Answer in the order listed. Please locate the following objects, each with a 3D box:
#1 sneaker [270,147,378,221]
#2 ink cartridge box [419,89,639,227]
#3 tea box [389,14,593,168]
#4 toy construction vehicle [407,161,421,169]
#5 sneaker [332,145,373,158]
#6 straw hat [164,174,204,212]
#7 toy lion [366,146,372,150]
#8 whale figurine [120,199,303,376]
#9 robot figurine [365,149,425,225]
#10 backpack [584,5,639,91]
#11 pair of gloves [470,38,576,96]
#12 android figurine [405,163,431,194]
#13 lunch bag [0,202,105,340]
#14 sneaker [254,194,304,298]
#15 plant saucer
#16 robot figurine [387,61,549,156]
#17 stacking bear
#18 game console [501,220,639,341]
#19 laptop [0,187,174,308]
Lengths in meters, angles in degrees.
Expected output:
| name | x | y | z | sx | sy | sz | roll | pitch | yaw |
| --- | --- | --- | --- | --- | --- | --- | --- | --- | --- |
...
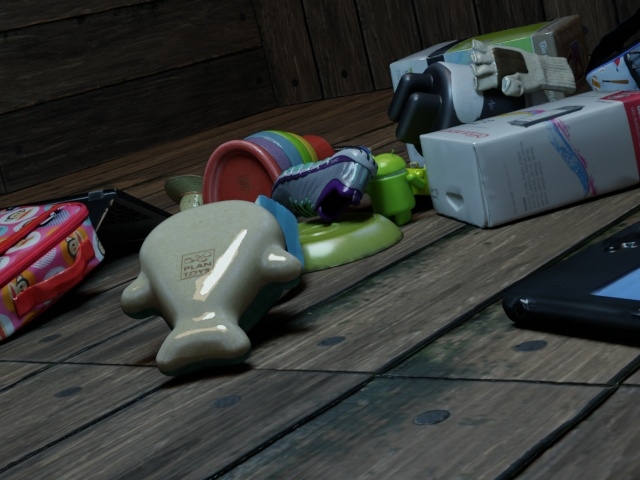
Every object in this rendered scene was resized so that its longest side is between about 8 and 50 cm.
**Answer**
| name | x | y | z | sx | sy | sz | roll | pitch | yaw |
| --- | --- | --- | --- | --- | --- | --- | --- | --- | --- |
| sneaker | -0.011 | -0.064 | 1.795 | 0.224 | 0.083 | 0.098 | -26 | 36 | 47 |
| ink cartridge box | 0.332 | -0.128 | 1.750 | 0.306 | 0.131 | 0.226 | -14 | 11 | -14 |
| tea box | 0.353 | -0.297 | 2.342 | 0.324 | 0.219 | 0.329 | -9 | 12 | 24 |
| toy construction vehicle | 0.134 | -0.127 | 2.223 | 0.098 | 0.035 | 0.086 | -10 | 11 | 18 |
| sneaker | -0.012 | -0.154 | 2.416 | 0.232 | 0.081 | 0.090 | -8 | 5 | 19 |
| straw hat | -0.240 | -0.063 | 2.263 | 0.145 | 0.144 | 0.061 | -6 | 55 | 33 |
| toy lion | 0.065 | -0.164 | 2.521 | 0.096 | 0.034 | 0.100 | -18 | 10 | 15 |
| whale figurine | -0.119 | 0.071 | 1.360 | 0.216 | 0.141 | 0.272 | -12 | 35 | 6 |
| robot figurine | 0.106 | -0.080 | 1.809 | 0.101 | 0.115 | 0.067 | -7 | 14 | 34 |
| backpack | 0.585 | -0.277 | 1.955 | 0.277 | 0.213 | 0.263 | -15 | -2 | -37 |
| pair of gloves | 0.347 | -0.226 | 1.957 | 0.204 | 0.240 | 0.042 | 6 | -32 | -17 |
| android figurine | 0.120 | -0.103 | 1.962 | 0.248 | 0.056 | 0.273 | 0 | 2 | -26 |
| lunch bag | -0.462 | 0.051 | 1.740 | 0.258 | 0.120 | 0.293 | -1 | 28 | 31 |
| sneaker | -0.080 | 0.030 | 1.582 | 0.092 | 0.087 | 0.228 | -53 | 14 | 22 |
| plant saucer | 0.000 | 0.000 | 1.739 | 0.241 | 0.037 | 0.241 | -13 | 11 | 3 |
| robot figurine | 0.261 | -0.214 | 2.054 | 0.278 | 0.209 | 0.173 | 4 | -9 | -20 |
| stacking bear | -0.068 | -0.122 | 2.155 | 0.175 | 0.164 | 0.289 | -7 | 8 | 31 |
| game console | 0.411 | 0.018 | 1.107 | 0.342 | 0.060 | 0.387 | -19 | 12 | -29 |
| laptop | -0.484 | 0.059 | 2.071 | 0.382 | 0.236 | 0.408 | -8 | -16 | 25 |
